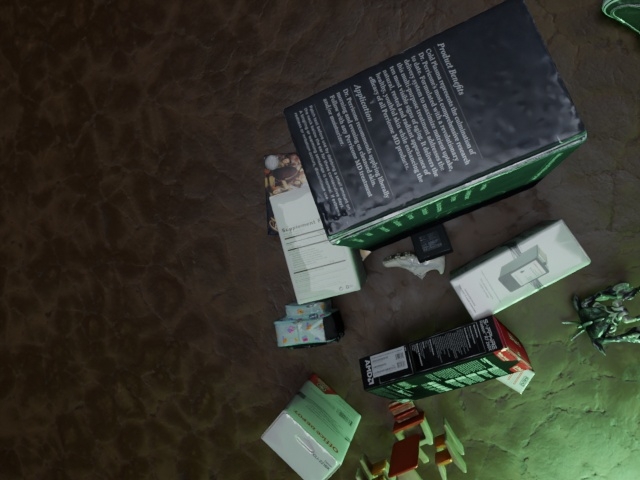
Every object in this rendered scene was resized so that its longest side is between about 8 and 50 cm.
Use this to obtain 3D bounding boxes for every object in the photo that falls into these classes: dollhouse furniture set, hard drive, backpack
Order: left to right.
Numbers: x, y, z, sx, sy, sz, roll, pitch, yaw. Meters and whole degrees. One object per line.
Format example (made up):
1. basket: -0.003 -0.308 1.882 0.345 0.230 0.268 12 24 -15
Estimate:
1. backpack: -0.041 0.241 1.312 0.188 0.166 0.144 -18 87 12
2. dollhouse furniture set: 0.230 0.544 1.209 0.262 0.259 0.135 -30 88 15
3. hard drive: 0.296 -0.011 1.233 0.094 0.022 0.135 -21 50 14

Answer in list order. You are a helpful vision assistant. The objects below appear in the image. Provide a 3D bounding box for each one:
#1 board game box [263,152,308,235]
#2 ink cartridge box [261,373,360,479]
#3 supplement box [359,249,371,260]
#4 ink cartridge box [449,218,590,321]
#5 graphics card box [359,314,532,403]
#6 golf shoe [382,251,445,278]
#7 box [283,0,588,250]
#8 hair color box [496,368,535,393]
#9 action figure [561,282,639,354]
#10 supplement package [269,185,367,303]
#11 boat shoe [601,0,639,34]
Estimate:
1. board game box: -0.082 -0.139 1.360 0.165 0.042 0.243 -2 93 16
2. ink cartridge box: -0.017 0.522 1.269 0.197 0.273 0.114 40 103 10
3. supplement box: 0.097 0.045 1.326 0.062 0.036 0.098 44 103 8
4. ink cartridge box: 0.481 0.069 1.132 0.289 0.211 0.121 -32 84 14
5. graphics card box: 0.314 0.316 1.156 0.371 0.233 0.094 -27 52 25
6. golf shoe: 0.262 0.071 1.269 0.176 0.069 0.086 -9 98 17
7. box: 0.240 -0.195 1.019 0.471 0.480 0.297 -21 82 13
8. hair color box: 0.498 0.344 1.233 0.141 0.043 0.072 31 101 13
9. action figure: 0.735 0.178 1.094 0.141 0.276 0.164 -1 65 -20
10. supplement package: 0.000 0.000 1.234 0.175 0.177 0.293 -15 90 13
11. boat shoe: 0.811 -0.503 1.050 0.306 0.113 0.105 19 84 4
